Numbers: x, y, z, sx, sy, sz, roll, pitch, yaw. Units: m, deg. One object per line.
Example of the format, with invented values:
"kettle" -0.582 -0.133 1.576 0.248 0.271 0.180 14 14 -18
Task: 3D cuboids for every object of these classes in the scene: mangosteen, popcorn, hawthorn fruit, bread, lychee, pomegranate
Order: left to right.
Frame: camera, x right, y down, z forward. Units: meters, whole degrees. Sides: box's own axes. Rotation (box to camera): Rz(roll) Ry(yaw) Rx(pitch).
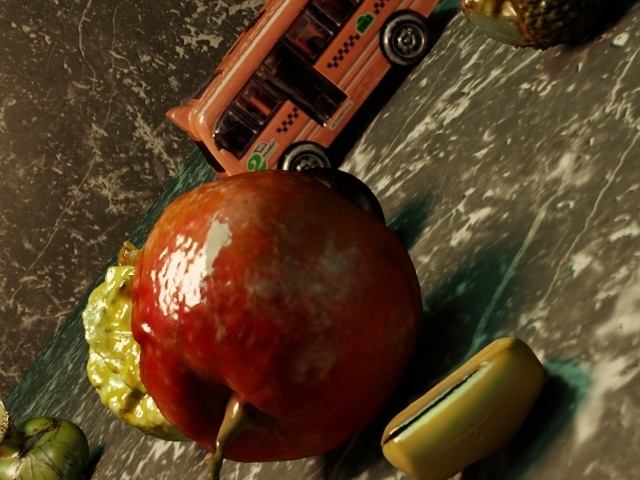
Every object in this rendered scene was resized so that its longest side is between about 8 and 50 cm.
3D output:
"pomegranate" -0.430 0.314 1.568 0.131 0.191 0.152 -25 27 26
"popcorn" -0.159 0.119 1.178 0.221 0.184 0.204 17 83 43
"hawthorn fruit" -0.045 0.085 0.843 0.242 0.242 0.271 -42 24 35
"mangosteen" 0.000 0.000 1.109 0.152 0.152 0.152 -48 15 17
"bread" 0.094 0.112 0.673 0.115 0.056 0.082 -37 -6 -2
"lychee" 0.217 -0.270 1.032 0.171 0.171 0.171 -48 15 17

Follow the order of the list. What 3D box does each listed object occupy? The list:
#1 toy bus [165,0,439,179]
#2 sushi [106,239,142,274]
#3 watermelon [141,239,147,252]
"toy bus" -0.022 -0.257 1.593 0.427 0.233 0.203 -52 14 -2
"sushi" -0.243 0.057 1.702 0.296 0.167 0.179 137 146 -61
"watermelon" -0.120 0.025 1.425 0.224 0.180 0.305 -7 14 -1
